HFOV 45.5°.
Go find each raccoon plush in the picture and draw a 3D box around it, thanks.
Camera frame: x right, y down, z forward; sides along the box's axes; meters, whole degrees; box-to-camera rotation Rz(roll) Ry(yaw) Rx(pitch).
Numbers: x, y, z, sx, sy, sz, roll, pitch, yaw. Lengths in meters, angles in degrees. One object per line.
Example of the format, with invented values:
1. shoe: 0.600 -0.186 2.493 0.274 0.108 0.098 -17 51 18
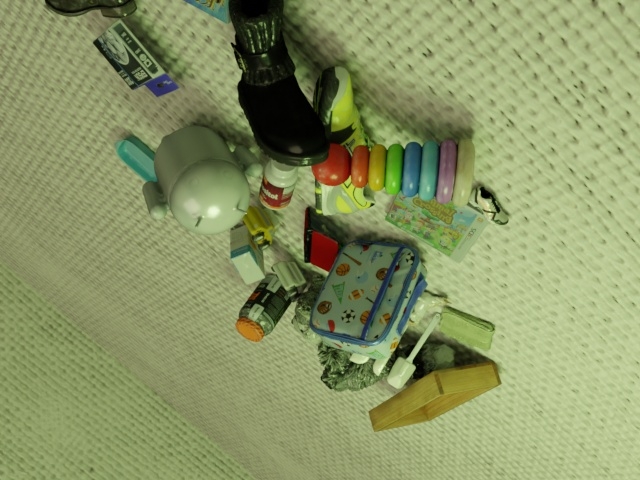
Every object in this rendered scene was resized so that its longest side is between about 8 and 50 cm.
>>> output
1. raccoon plush: 0.135 0.235 2.166 0.446 0.216 0.299 -13 113 10

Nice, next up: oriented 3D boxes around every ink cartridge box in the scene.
1. ink cartridge box: -0.210 0.028 2.187 0.061 0.181 0.104 -22 124 8
2. ink cartridge box: -0.453 -0.428 1.861 0.208 0.045 0.206 49 162 -20

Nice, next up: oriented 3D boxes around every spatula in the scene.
1. spatula: 0.211 0.267 2.071 0.168 0.242 0.019 32 -173 3

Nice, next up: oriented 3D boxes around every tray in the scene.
1. tray: 0.317 0.452 2.194 0.411 0.202 0.076 -49 51 56

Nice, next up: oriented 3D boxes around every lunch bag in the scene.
1. lunch bag: 0.127 0.134 1.887 0.243 0.303 0.115 9 151 34

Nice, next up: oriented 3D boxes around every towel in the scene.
1. towel: 0.386 0.236 2.020 0.148 0.027 0.110 21 144 19

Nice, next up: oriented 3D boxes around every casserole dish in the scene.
1. casserole dish: -0.508 -0.229 2.203 0.188 0.037 0.114 41 145 -10

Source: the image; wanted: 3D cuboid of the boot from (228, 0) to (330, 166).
1. boot: -0.088 -0.331 1.519 0.348 0.131 0.260 53 151 38

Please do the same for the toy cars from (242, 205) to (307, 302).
1. toy cars: -0.118 0.031 2.134 0.394 0.087 0.176 61 176 -34

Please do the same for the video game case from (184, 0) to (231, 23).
1. video game case: -0.274 -0.603 1.543 0.269 0.061 0.244 29 146 8

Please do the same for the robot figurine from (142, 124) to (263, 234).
1. robot figurine: -0.294 -0.150 1.896 0.353 0.299 0.200 58 172 46

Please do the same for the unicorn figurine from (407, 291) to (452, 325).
1. unicorn figurine: 0.264 0.167 2.008 0.111 0.060 0.162 26 134 -3

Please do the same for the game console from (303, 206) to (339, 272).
1. game console: 0.000 0.000 2.017 0.085 0.124 0.144 1 142 -4

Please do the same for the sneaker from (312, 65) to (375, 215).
1. sneaker: 0.057 -0.219 1.692 0.147 0.145 0.385 -1 137 0

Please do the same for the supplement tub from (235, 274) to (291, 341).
1. supplement tub: -0.169 0.206 2.301 0.117 0.190 0.117 22 143 18

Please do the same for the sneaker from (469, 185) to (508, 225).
1. sneaker: 0.368 -0.074 1.655 0.109 0.040 0.044 39 143 -7

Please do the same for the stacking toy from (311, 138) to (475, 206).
1. stacking toy: 0.145 -0.153 1.574 0.330 0.141 0.141 6 140 5

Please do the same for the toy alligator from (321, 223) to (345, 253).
1. toy alligator: 0.053 0.032 2.040 0.051 0.056 0.190 -18 119 0

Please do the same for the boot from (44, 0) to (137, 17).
1. boot: -0.539 -0.626 1.721 0.262 0.091 0.229 8 138 18

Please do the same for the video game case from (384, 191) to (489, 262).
1. video game case: 0.270 -0.054 1.775 0.212 0.023 0.193 31 145 6

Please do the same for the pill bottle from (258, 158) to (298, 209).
1. pill bottle: -0.104 -0.151 1.915 0.086 0.086 0.152 30 145 7
